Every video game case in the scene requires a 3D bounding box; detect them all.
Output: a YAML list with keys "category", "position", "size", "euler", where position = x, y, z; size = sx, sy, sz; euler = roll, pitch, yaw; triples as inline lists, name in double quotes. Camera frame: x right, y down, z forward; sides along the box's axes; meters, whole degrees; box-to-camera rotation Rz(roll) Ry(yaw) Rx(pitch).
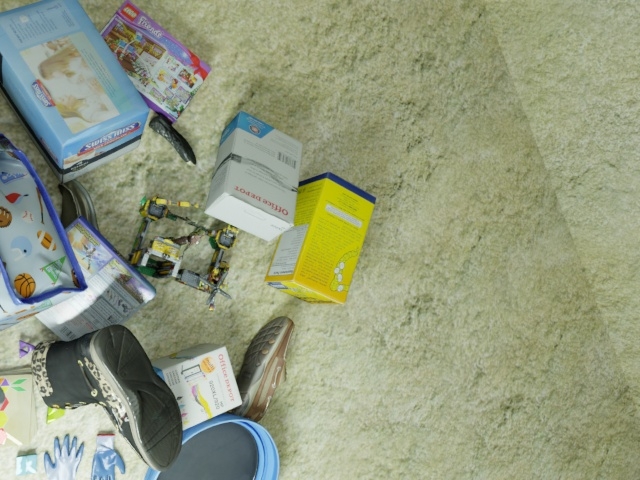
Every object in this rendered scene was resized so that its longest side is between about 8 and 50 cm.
- category: "video game case"
  position: [-0.593, 0.116, 1.481]
  size: [0.244, 0.061, 0.269]
  euler: [-41, 108, -2]

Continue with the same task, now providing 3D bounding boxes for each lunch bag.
- category: "lunch bag"
  position: [-0.745, -0.001, 1.270]
  size: [0.385, 0.328, 0.239]
  euler: [69, 20, 3]

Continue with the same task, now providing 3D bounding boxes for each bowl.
- category: "bowl"
  position: [-0.293, 0.650, 1.598]
  size: [0.391, 0.077, 0.390]
  euler: [-10, 107, -35]

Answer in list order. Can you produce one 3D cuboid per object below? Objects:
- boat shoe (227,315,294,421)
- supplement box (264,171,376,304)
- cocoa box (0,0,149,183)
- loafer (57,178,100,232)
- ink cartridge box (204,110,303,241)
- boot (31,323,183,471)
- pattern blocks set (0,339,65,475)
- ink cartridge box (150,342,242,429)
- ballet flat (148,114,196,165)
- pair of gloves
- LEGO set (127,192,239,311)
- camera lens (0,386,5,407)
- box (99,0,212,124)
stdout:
- category: "boat shoe"
  position: [-0.159, 0.378, 1.748]
  size: [0.116, 0.123, 0.324]
  euler: [36, 74, -31]
- category: "supplement box"
  position: [0.000, 0.000, 1.829]
  size: [0.195, 0.194, 0.356]
  euler: [26, 73, -27]
- category: "cocoa box"
  position: [-0.612, -0.363, 1.430]
  size: [0.231, 0.228, 0.347]
  euler: [-33, 90, -30]
- category: "loafer"
  position: [-0.618, -0.039, 1.512]
  size: [0.087, 0.094, 0.251]
  euler: [-22, 97, -36]
- category: "ink cartridge box"
  position: [-0.186, -0.184, 1.718]
  size: [0.223, 0.129, 0.307]
  euler: [25, 52, -28]
- category: "boot"
  position: [-0.506, 0.374, 1.406]
  size: [0.138, 0.284, 0.377]
  euler: [-51, 125, -52]
- category: "pattern blocks set"
  position: [-0.762, 0.399, 1.417]
  size: [0.286, 0.026, 0.324]
  euler: [12, 79, -27]
- category: "ink cartridge box"
  position: [-0.361, 0.391, 1.583]
  size: [0.233, 0.168, 0.171]
  euler: [-17, 94, -32]
- category: "ballet flat"
  position: [-0.417, -0.281, 1.697]
  size: [0.173, 0.049, 0.057]
  euler: [52, 20, -18]
- category: "pair of gloves"
  position: [-0.595, 0.571, 1.508]
  size: [0.198, 0.023, 0.159]
  euler: [4, 85, -30]
- category: "LEGO set"
  position: [-0.357, 0.018, 1.608]
  size: [0.331, 0.192, 0.254]
  euler: [33, 69, -25]
- category: "camera lens"
  position: [-0.830, 0.403, 1.235]
  size: [0.219, 0.219, 0.274]
  euler: [36, 84, -24]
- category: "box"
  position: [-0.478, -0.496, 1.666]
  size: [0.293, 0.057, 0.200]
  euler: [38, 68, -23]
